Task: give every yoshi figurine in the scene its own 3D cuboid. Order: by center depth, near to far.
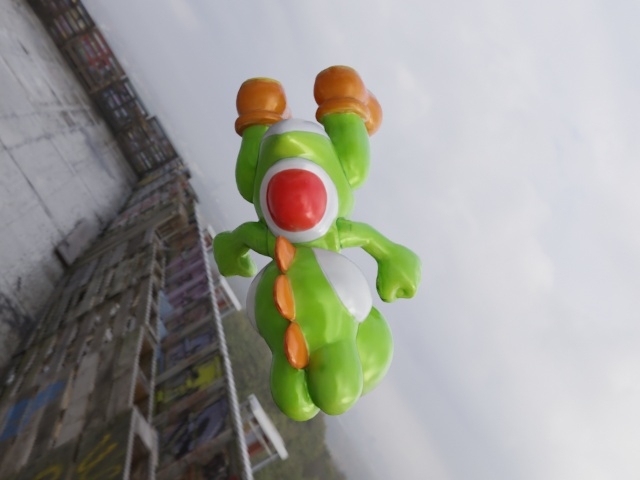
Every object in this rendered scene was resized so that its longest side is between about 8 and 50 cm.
[{"bbox_3d":[-0.002,0.013,0.731,0.203,0.203,0.362,-37,-132,48],"label":"yoshi figurine"}]
